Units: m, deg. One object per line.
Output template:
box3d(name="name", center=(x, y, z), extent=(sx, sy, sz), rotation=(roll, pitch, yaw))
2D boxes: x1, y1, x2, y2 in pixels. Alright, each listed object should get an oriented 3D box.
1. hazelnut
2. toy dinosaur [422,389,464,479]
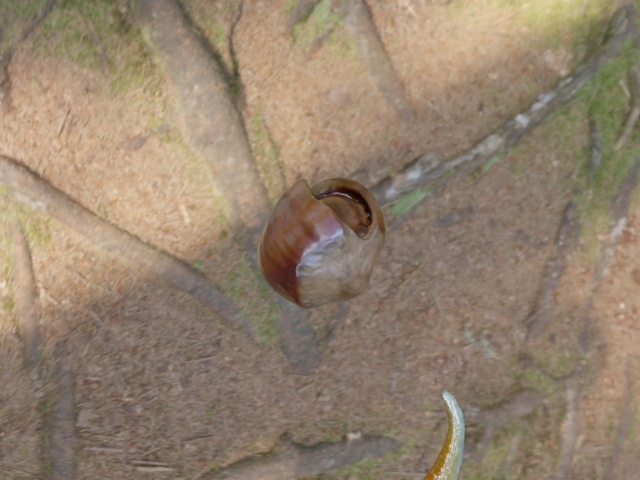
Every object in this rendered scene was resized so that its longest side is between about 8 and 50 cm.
box3d(name="hazelnut", center=(0.000, 0.000, 0.559), extent=(0.086, 0.086, 0.086), rotation=(7, 74, -23))
box3d(name="toy dinosaur", center=(0.046, 0.207, 0.514), extent=(0.142, 0.057, 0.212), rotation=(-20, 91, -14))
